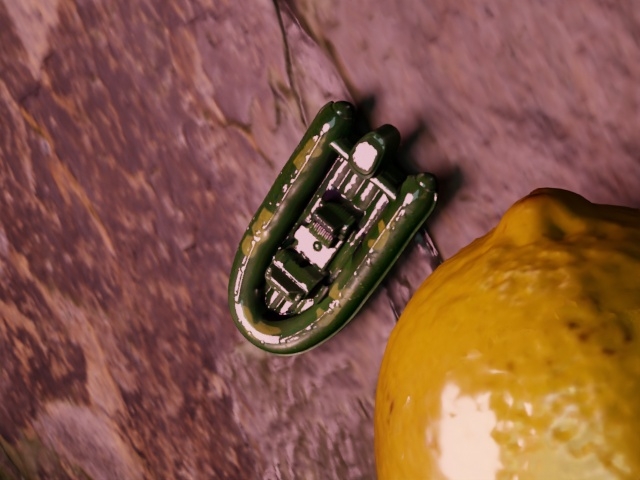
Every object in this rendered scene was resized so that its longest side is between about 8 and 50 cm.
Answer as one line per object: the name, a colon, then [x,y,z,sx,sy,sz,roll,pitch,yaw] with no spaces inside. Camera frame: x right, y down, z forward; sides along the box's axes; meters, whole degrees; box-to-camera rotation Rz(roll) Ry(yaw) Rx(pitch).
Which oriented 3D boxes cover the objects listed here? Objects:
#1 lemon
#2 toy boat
lemon: [0.151,0.118,0.553,0.261,0.260,0.283,0,85,32]
toy boat: [0.000,0.000,0.722,0.104,0.052,0.210,41,124,9]
